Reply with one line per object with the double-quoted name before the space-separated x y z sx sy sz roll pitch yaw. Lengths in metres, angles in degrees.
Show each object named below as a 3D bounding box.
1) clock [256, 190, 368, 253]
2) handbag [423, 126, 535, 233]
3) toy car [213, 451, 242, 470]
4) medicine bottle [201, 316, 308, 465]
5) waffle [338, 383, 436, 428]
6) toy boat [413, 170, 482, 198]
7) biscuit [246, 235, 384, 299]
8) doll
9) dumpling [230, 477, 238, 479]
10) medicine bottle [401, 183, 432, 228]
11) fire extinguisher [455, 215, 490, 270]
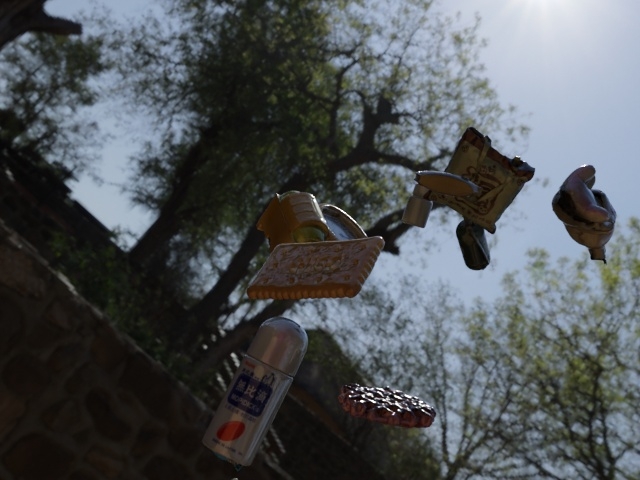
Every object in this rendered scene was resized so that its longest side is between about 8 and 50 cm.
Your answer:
"clock" 0.000 0.000 2.045 0.317 0.200 0.244 21 36 -38
"handbag" 0.410 -0.147 1.802 0.213 0.127 0.235 33 -55 7
"toy car" -0.227 0.549 1.955 0.126 0.161 0.098 30 -26 29
"medicine bottle" -0.142 0.339 1.628 0.130 0.341 0.130 26 -11 6
"waffle" 0.157 0.390 1.640 0.234 0.055 0.221 9 3 -4
"toy boat" 0.275 -0.122 1.506 0.149 0.047 0.049 14 16 3
"biscuit" -0.012 0.050 1.313 0.249 0.160 0.030 -3 -53 34
"doll" 0.487 -0.049 1.281 0.095 0.149 0.192 -22 -29 24
"dumpling" -0.288 0.751 1.728 0.086 0.332 0.166 32 -57 6
"medicine bottle" 0.314 -0.110 2.227 0.080 0.130 0.080 18 3 -1
"fire extinguisher" 0.480 -0.003 2.199 0.294 0.093 0.118 56 13 -58
